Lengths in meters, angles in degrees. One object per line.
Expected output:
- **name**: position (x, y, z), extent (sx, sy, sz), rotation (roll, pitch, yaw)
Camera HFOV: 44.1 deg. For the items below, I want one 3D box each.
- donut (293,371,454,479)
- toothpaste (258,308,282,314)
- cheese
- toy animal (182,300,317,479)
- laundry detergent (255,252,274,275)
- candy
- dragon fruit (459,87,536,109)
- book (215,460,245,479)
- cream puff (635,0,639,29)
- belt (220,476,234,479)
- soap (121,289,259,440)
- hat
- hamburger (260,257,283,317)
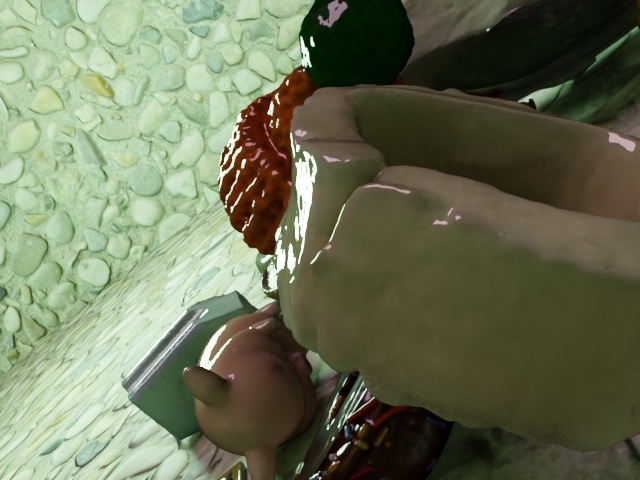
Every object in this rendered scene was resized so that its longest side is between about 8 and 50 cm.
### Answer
- **donut**: position (0.053, 0.154, 0.688), extent (0.235, 0.089, 0.235), rotation (-61, 0, 0)
- **toothpaste**: position (-0.099, 0.133, 1.405), extent (0.037, 0.021, 0.140), rotation (-46, 17, -23)
- **cheese**: position (0.119, -0.005, 0.585), extent (0.292, 0.332, 0.153), rotation (-54, -25, -61)
- **toy animal**: position (-0.084, 0.173, 0.966), extent (0.154, 0.166, 0.250), rotation (-49, 7, 8)
- **laundry detergent**: position (0.000, 0.000, 1.401), extent (0.181, 0.091, 0.253), rotation (-43, 13, -34)
- **candy**: position (0.301, -0.339, 1.138), extent (0.427, 0.186, 0.386), rotation (-8, -19, -30)
- **dragon fruit**: position (0.221, -0.150, 1.141), extent (0.172, 0.166, 0.160), rotation (-25, 50, -14)
- **book**: position (-0.155, 0.345, 0.933), extent (0.172, 0.012, 0.118), rotation (-40, 15, 3)
- **cream puff**: position (0.467, -0.284, 0.997), extent (0.146, 0.146, 0.116), rotation (-41, -25, 1)
- **belt**: position (-0.140, 0.316, 0.761), extent (0.218, 0.122, 0.128), rotation (-26, 17, 26)
- **soap**: position (-0.169, 0.183, 1.205), extent (0.230, 0.145, 0.091), rotation (-48, 24, -9)
- **hat**: position (0.010, -0.173, 1.043), extent (0.285, 0.285, 0.400), rotation (-57, -16, -48)
- **hamburger**: position (-0.004, 0.056, 1.230), extent (0.177, 0.113, 0.185), rotation (-6, 45, 57)
